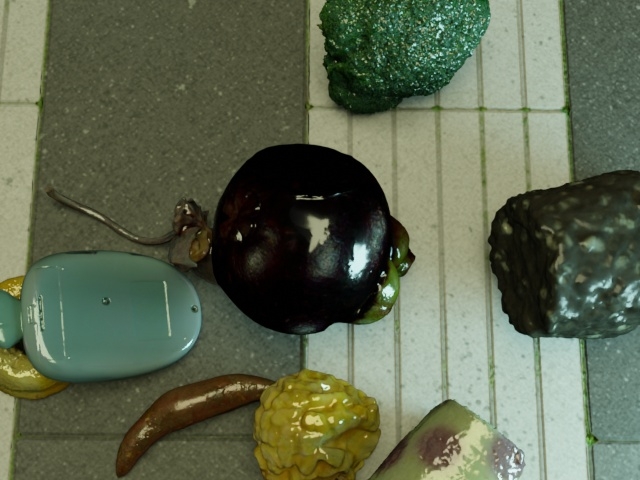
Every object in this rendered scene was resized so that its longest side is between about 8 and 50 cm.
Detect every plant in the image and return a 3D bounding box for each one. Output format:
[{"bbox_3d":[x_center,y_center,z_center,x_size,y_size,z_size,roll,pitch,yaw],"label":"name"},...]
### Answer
[{"bbox_3d":[0.406,0.022,1.566,0.312,0.213,0.215,-3,71,-12],"label":"plant"}]

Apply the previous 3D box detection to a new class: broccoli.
[{"bbox_3d":[0.099,-0.320,1.678,0.254,0.269,0.269,33,70,-36],"label":"broccoli"}]

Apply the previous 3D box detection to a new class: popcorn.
[{"bbox_3d":[-0.005,0.258,1.518,0.180,0.180,0.170,-20,64,-7],"label":"popcorn"}]

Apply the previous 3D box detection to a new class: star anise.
[{"bbox_3d":[-0.261,0.000,1.623,0.227,0.148,0.218,-15,108,22],"label":"star anise"}]

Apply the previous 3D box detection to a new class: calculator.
[{"bbox_3d":[-0.309,0.102,1.569,0.299,0.041,0.185,0,72,-23],"label":"calculator"}]

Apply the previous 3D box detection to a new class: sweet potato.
[{"bbox_3d":[-0.181,0.236,1.569,0.255,0.058,0.078,-26,97,-5],"label":"sweet potato"}]

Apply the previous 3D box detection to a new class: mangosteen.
[{"bbox_3d":[-0.002,-0.004,1.554,0.288,0.287,0.233,-1,112,-2],"label":"mangosteen"}]

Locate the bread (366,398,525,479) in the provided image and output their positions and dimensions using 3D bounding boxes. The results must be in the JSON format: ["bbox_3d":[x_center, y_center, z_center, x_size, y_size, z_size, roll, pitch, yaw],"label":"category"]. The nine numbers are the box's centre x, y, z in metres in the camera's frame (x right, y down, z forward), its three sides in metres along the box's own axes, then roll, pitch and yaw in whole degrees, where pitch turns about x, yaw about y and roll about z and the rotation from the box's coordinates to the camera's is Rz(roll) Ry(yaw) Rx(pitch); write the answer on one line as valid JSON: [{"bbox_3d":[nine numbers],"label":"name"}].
[{"bbox_3d":[0.110,0.370,1.467,0.155,0.187,0.338,38,77,3],"label":"bread"}]

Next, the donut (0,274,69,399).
[{"bbox_3d":[-0.407,0.130,1.589,0.162,0.065,0.178,-17,75,-8],"label":"donut"}]
